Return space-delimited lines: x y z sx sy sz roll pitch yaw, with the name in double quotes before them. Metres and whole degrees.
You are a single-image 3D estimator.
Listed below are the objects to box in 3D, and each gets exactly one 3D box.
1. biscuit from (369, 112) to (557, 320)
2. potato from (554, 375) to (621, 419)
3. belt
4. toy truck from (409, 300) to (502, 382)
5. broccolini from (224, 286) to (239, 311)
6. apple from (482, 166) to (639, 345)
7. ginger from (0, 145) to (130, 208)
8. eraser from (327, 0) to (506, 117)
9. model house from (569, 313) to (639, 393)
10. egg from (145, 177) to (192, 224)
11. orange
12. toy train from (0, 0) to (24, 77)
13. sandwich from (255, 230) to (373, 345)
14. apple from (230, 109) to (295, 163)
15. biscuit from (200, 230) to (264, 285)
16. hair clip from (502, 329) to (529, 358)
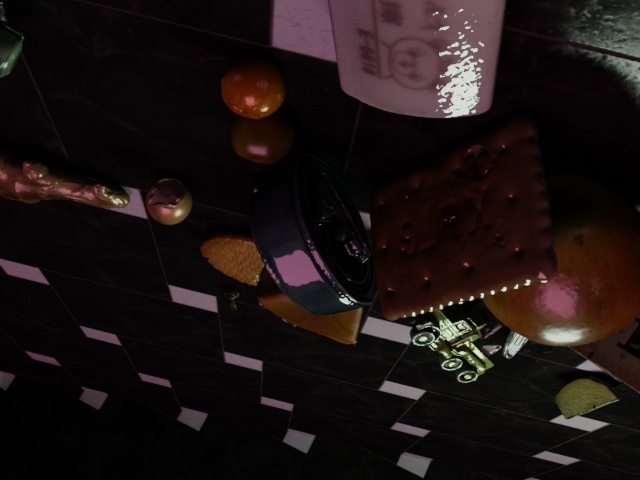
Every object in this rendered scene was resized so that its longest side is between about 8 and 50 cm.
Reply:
"biscuit" 0.173 -0.019 0.978 0.044 0.217 0.325 6 163 -32
"potato" 0.637 0.349 1.686 0.120 0.081 0.149 -4 154 -44
"belt" 0.000 0.000 1.081 0.116 0.206 0.267 -19 122 24
"toy truck" 0.271 0.169 1.451 0.135 0.128 0.259 -33 132 24
"broccolini" -0.206 0.142 1.735 0.035 0.030 0.140 -21 161 -8
"apple" 0.329 0.013 0.993 0.246 0.246 0.226 0 131 28
"ginger" -0.512 -0.113 1.307 0.333 0.081 0.148 16 139 -5
"eraser" 0.093 -0.237 0.703 0.174 0.095 0.270 11 154 13
"model house" 0.591 0.162 1.148 0.169 0.244 0.326 30 -176 -28
"egg" -0.263 -0.065 1.260 0.080 0.080 0.096 15 152 0
"orange" -0.085 -0.191 0.916 0.083 0.070 0.083 14 159 5
"toy train" -0.505 -0.252 0.819 0.299 0.238 0.167 28 155 -25
"sandwich" 0.037 0.077 1.306 0.227 0.155 0.198 28 152 -28
"apple" -0.080 -0.145 1.006 0.089 0.075 0.089 13 176 1
"biscuit" -0.170 0.028 1.460 0.144 0.033 0.224 17 155 -2
"hair clip" 0.417 0.184 1.467 0.066 0.036 0.229 10 149 -2
